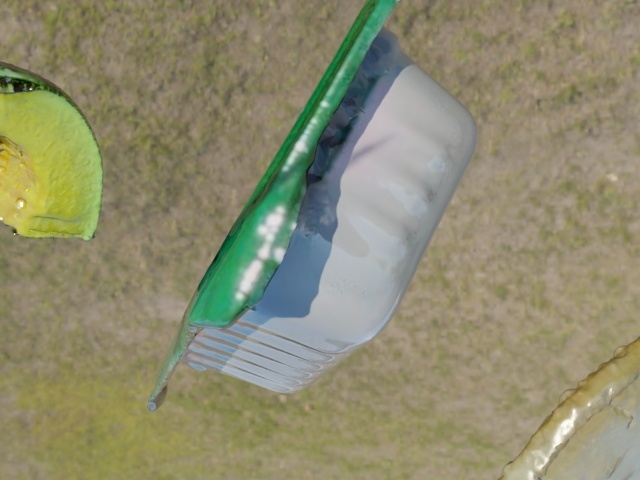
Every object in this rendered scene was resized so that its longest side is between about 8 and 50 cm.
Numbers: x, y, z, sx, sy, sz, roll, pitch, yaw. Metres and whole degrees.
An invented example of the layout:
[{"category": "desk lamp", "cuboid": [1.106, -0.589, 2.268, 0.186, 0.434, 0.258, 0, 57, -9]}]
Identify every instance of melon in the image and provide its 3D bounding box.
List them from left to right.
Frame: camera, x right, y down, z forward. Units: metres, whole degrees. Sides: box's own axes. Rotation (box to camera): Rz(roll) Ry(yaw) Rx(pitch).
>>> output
[{"category": "melon", "cuboid": [-0.321, -0.101, 0.893, 0.265, 0.129, 0.169, 4, 127, -36]}]

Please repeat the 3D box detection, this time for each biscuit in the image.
[{"category": "biscuit", "cuboid": [0.169, 0.109, 0.560, 0.290, 0.038, 0.141, -45, 141, -2]}]

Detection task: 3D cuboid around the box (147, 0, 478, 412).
[{"category": "box", "cuboid": [0.000, 0.000, 0.661, 0.106, 0.264, 0.336, 30, 159, -2]}]
